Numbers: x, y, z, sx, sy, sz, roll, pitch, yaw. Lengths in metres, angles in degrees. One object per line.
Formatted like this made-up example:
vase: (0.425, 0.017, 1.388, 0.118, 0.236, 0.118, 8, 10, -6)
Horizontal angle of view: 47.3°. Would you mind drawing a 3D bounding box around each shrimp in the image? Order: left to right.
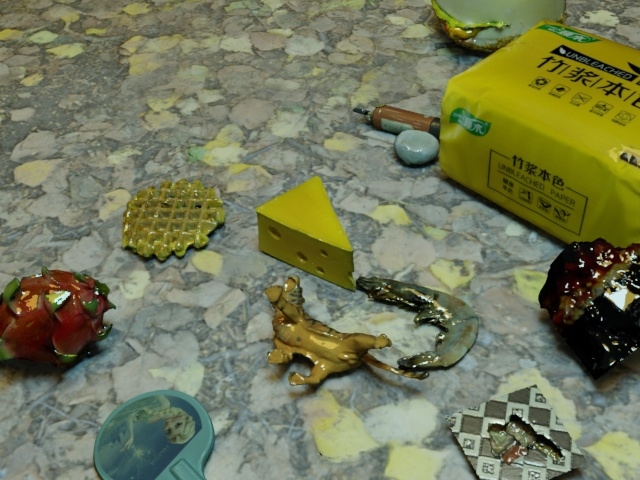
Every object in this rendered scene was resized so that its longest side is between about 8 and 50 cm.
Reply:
shrimp: (0.119, 0.116, 1.027, 0.195, 0.035, 0.147, 18, 50, 21)

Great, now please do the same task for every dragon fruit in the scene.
dragon fruit: (-0.398, 0.117, 1.000, 0.236, 0.137, 0.135, -16, 81, -9)

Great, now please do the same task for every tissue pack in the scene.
tissue pack: (0.421, -0.160, 1.147, 0.293, 0.228, 0.382, -35, 50, -25)

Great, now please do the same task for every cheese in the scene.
cheese: (0.000, 0.000, 1.114, 0.126, 0.093, 0.171, -29, 48, -26)

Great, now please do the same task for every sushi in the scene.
sushi: (0.233, 0.246, 0.882, 0.126, 0.026, 0.120, -19, 48, -8)
sushi: (0.378, 0.071, 0.962, 0.172, 0.153, 0.150, -36, 70, -4)

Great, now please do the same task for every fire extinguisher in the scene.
fire extinguisher: (0.149, -0.222, 1.364, 0.177, 0.050, 0.062, 18, 14, 24)

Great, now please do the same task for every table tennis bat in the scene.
table tennis bat: (-0.181, 0.270, 0.891, 0.149, 0.038, 0.237, -33, 47, -27)

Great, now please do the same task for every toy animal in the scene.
toy animal: (0.024, 0.144, 0.975, 0.255, 0.114, 0.116, 24, 8, 22)

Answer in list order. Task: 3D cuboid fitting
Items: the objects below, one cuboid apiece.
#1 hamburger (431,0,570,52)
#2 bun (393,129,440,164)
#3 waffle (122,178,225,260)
hamburger: (0.381, -0.518, 1.567, 0.294, 0.179, 0.276, -8, 46, -8)
bun: (0.171, -0.164, 1.306, 0.083, 0.045, 0.083, -1, 45, 1)
waffle: (-0.248, -0.039, 1.219, 0.191, 0.038, 0.191, -3, 43, 2)
